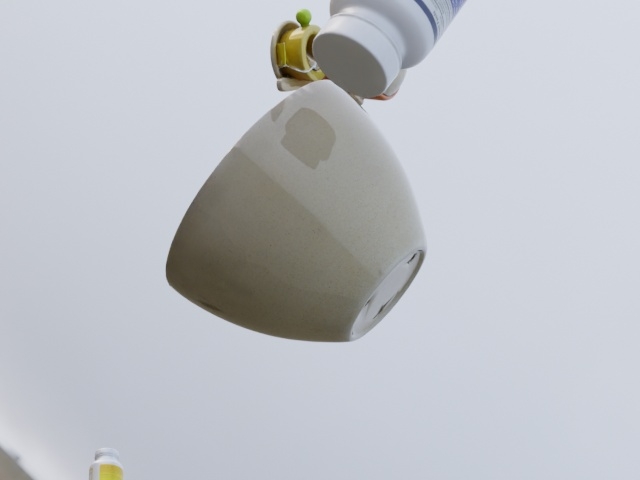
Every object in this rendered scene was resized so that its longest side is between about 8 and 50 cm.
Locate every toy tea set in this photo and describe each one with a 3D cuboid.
[{"bbox_3d":[0.044,-0.122,2.105,0.124,0.200,0.336,-1,-82,30],"label":"toy tea set"}]

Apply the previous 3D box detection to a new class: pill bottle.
[{"bbox_3d":[0.074,-0.232,1.654,0.112,0.186,0.112,27,-29,16],"label":"pill bottle"},{"bbox_3d":[-0.268,0.303,2.129,0.043,0.043,0.083,62,21,-52],"label":"pill bottle"}]

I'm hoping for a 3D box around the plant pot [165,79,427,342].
[{"bbox_3d":[0.000,0.000,1.814,0.191,0.284,0.284,40,-14,15],"label":"plant pot"}]
